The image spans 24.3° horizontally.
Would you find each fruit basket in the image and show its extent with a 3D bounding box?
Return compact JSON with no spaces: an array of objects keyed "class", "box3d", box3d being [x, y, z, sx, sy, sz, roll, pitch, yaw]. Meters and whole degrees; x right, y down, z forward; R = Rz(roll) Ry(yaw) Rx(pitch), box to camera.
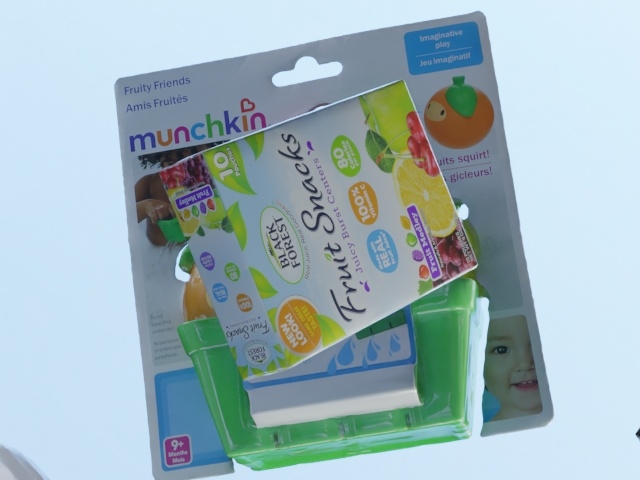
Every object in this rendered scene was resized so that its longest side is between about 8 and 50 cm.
[{"class":"fruit basket","box3d":[0.000,0.000,1.199,0.165,0.327,0.353,44,-143,-78]}]

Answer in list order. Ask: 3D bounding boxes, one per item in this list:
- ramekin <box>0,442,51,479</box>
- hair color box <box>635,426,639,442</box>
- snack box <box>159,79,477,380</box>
[{"class":"ramekin","box3d":[-0.233,0.237,0.824,0.277,0.277,0.135,-11,-130,-43]},{"class":"hair color box","box3d":[0.364,0.214,1.471,0.072,0.043,0.141,32,172,32]},{"class":"snack box","box3d":[0.004,-0.008,0.683,0.141,0.037,0.100,-24,-88,-44]}]
